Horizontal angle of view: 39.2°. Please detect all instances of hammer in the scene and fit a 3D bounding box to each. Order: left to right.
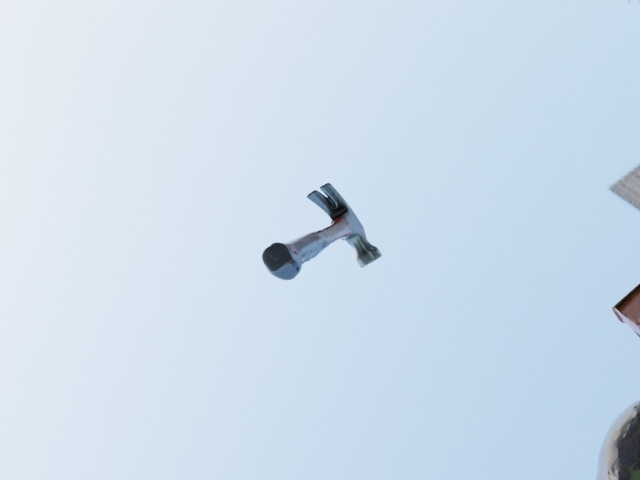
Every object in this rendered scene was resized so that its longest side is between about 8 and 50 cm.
[{"bbox_3d":[-0.001,0.000,0.974,0.033,0.111,0.287,-32,180,18],"label":"hammer"}]

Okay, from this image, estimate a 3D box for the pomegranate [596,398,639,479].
[{"bbox_3d":[0.499,0.314,1.107,0.305,0.242,0.242,3,-127,30],"label":"pomegranate"}]

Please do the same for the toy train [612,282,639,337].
[{"bbox_3d":[0.402,0.058,0.923,0.176,0.118,0.074,-43,-158,6],"label":"toy train"}]
